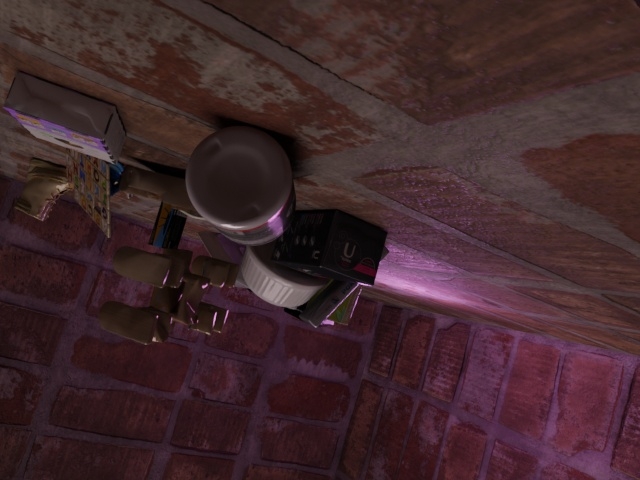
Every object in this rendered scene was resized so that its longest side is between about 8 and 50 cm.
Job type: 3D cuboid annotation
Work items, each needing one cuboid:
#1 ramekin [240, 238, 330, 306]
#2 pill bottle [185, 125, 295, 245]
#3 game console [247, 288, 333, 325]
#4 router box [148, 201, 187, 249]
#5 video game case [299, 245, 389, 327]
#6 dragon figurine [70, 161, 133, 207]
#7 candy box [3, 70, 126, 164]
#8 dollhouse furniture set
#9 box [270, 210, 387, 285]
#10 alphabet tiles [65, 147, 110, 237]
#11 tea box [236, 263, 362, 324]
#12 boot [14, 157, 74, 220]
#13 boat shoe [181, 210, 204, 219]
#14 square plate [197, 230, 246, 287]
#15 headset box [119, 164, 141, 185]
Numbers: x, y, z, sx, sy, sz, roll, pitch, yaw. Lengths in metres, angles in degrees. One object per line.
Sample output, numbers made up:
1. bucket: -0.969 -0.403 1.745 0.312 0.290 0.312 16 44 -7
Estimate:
1. ramekin: -0.109 0.075 1.590 0.272 0.127 0.273 23 -147 -16
2. pill bottle: -0.123 -0.077 0.939 0.161 0.161 0.283 17 173 1
3. game console: -0.127 0.249 2.148 0.361 0.044 0.213 23 -178 28
4. router box: -0.505 -0.059 1.818 0.046 0.179 0.133 21 171 -43
5. video game case: 0.061 0.139 1.654 0.036 0.300 0.329 45 171 -1
6. dragon figurine: -0.598 -0.183 1.482 0.085 0.144 0.289 17 153 10
7. candy box: -0.458 -0.218 1.000 0.164 0.070 0.196 18 172 -12
8. dollhouse furniture set: -0.397 0.037 1.391 0.256 0.394 0.362 15 180 18
9. box: 0.015 0.017 1.375 0.165 0.143 0.270 20 171 -29
10. alphabet tiles: -0.559 -0.148 1.296 0.009 0.198 0.237 -20 -134 -40
11. tea box: -0.072 0.128 1.961 0.323 0.220 0.329 23 177 -36
12. boot: -0.935 -0.161 1.918 0.261 0.204 0.095 18 173 3
13. boat shoe: -0.330 -0.102 1.608 0.233 0.084 0.079 22 137 8
14. square plate: -0.289 0.077 2.207 0.344 0.049 0.347 11 -151 -43
15. headset box: -0.511 -0.168 1.496 0.083 0.062 0.032 19 172 -9
